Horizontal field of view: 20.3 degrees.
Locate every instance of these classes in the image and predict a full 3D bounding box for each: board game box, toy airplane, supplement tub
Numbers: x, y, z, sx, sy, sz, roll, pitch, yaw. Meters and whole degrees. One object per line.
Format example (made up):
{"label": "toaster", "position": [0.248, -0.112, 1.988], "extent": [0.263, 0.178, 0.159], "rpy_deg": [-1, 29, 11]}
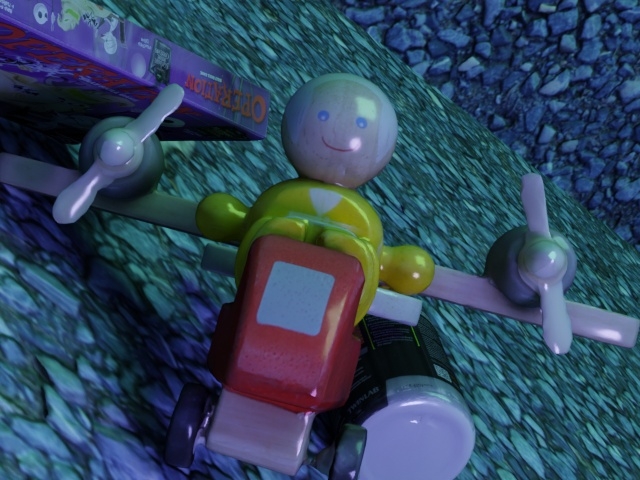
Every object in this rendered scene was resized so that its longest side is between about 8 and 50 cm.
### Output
{"label": "board game box", "position": [-0.214, -0.136, 1.356], "extent": [0.347, 0.208, 0.056], "rpy_deg": [21, 68, -57]}
{"label": "toy airplane", "position": [0.000, 0.000, 1.358], "extent": [0.386, 0.272, 0.384], "rpy_deg": [-3, 24, -40]}
{"label": "supplement tub", "position": [0.058, 0.125, 1.560], "extent": [0.117, 0.117, 0.190], "rpy_deg": [39, 18, -29]}
